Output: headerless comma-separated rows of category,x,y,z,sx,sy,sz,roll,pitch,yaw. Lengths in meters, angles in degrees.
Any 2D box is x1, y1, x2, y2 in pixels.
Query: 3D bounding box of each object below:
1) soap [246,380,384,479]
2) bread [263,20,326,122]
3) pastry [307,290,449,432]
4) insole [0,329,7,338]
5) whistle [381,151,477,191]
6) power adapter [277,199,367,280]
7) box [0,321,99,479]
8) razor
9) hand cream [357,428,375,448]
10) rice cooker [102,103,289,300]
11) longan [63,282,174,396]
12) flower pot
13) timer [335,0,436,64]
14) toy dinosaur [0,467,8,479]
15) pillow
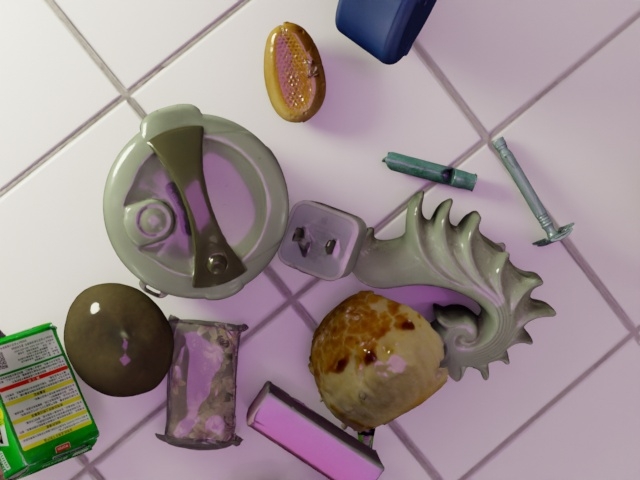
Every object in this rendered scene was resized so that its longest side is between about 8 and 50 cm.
soap,-0.012,0.369,1.903,0.259,0.181,0.081,35,88,-4
bread,-0.049,-0.316,1.929,0.114,0.077,0.189,-7,95,13
pastry,0.089,0.235,1.887,0.237,0.170,0.256,49,129,-6
insole,-0.720,0.160,1.892,0.348,0.009,0.119,26,88,-9
whistle,0.212,-0.136,1.992,0.186,0.039,0.039,15,91,-8
power adapter,0.000,0.000,1.816,0.130,0.205,0.125,21,94,7
box,-0.516,0.283,1.824,0.180,0.103,0.250,-17,78,-45
razor,0.407,-0.100,2.004,0.068,0.106,0.232,-28,87,-6
hand cream,0.087,0.427,2.007,0.036,0.023,0.122,3,91,1
rice cooker,-0.216,-0.068,1.790,0.335,0.325,0.335,0,93,-8
longan,-0.362,0.182,1.845,0.196,0.196,0.220,-41,74,-4
flower pot,0.251,0.076,1.944,0.254,0.164,0.367,-42,93,9
timer,0.031,-0.520,1.869,0.383,0.270,0.270,29,89,7
toy dinosaur,-0.575,0.395,1.880,0.177,0.152,0.194,7,72,-30
pillow,-0.222,0.270,1.941,0.169,0.059,0.255,4,90,-7
